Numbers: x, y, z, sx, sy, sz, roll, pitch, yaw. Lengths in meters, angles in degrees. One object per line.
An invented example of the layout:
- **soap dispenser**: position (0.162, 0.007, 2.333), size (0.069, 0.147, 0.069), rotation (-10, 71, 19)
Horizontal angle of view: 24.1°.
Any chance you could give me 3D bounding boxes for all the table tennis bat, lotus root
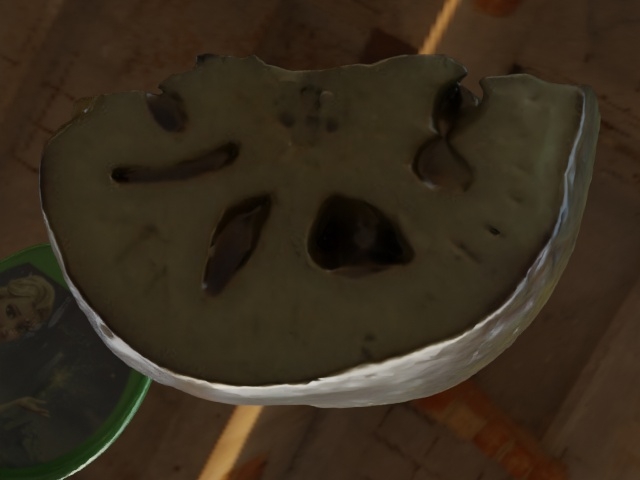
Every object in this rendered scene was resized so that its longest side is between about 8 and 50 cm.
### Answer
- **table tennis bat**: position (-0.151, 0.044, 0.962), size (0.160, 0.039, 0.257), rotation (36, -102, 29)
- **lotus root**: position (0.000, 0.000, 0.610), size (0.235, 0.119, 0.138), rotation (-5, -96, 5)
